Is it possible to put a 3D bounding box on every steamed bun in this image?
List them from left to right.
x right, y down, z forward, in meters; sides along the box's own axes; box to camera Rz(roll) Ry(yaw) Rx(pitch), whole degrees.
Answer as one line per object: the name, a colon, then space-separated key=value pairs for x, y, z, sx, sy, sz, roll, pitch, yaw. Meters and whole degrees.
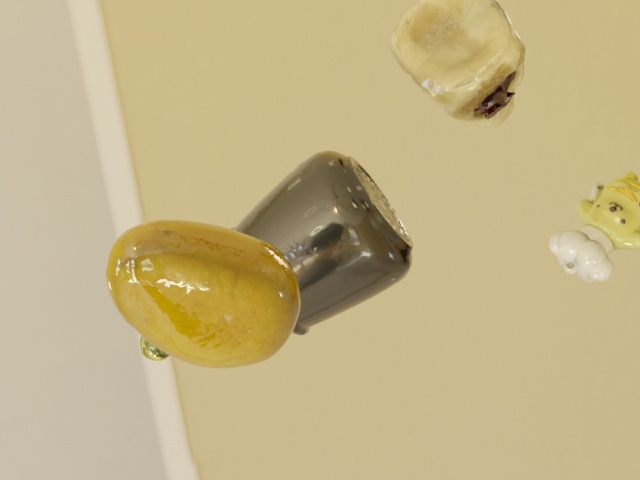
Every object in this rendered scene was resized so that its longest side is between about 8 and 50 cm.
steamed bun: x=0.182 y=-0.210 z=1.714 sx=0.141 sy=0.155 sz=0.172 roll=-36 pitch=50 yaw=6

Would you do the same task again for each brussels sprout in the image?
brussels sprout: x=-0.211 y=0.131 z=1.833 sx=0.046 sy=0.051 sz=0.083 roll=-8 pitch=-7 yaw=-15

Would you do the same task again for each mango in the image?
mango: x=-0.104 y=0.041 z=1.233 sx=0.137 sy=0.195 sz=0.098 roll=-38 pitch=40 yaw=17

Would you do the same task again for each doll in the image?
doll: x=0.355 y=-0.015 z=1.739 sx=0.106 sy=0.062 sz=0.162 roll=34 pitch=70 yaw=30

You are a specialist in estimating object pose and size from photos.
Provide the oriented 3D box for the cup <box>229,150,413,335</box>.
cup: x=0.000 y=0.000 z=1.576 sx=0.176 sy=0.169 sz=0.223 roll=-38 pitch=10 yaw=10
